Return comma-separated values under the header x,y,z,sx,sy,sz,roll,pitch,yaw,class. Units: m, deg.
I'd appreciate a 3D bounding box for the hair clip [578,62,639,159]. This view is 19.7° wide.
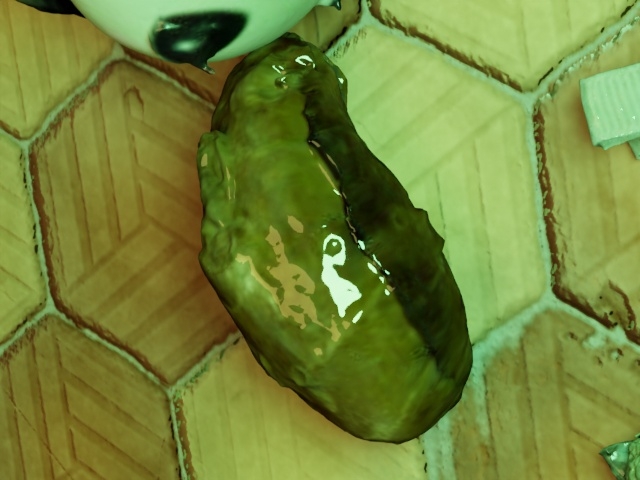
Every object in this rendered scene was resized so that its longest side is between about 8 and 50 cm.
x,y,z,sx,sy,sz,roll,pitch,yaw,class
0.271,-0.126,1.195,0.218,0.071,0.159,-21,84,33,hair clip

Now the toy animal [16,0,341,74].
x,y,z,sx,sy,sz,roll,pitch,yaw,class
-0.129,-0.254,1.356,0.310,0.251,0.251,37,119,27,toy animal

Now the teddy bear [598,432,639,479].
x,y,z,sx,sy,sz,roll,pitch,yaw,class
0.280,0.138,1.226,0.213,0.111,0.133,-42,62,59,teddy bear

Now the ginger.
x,y,z,sx,sy,sz,roll,pitch,yaw,class
0.000,0.000,1.347,0.165,0.172,0.321,-24,86,39,ginger
